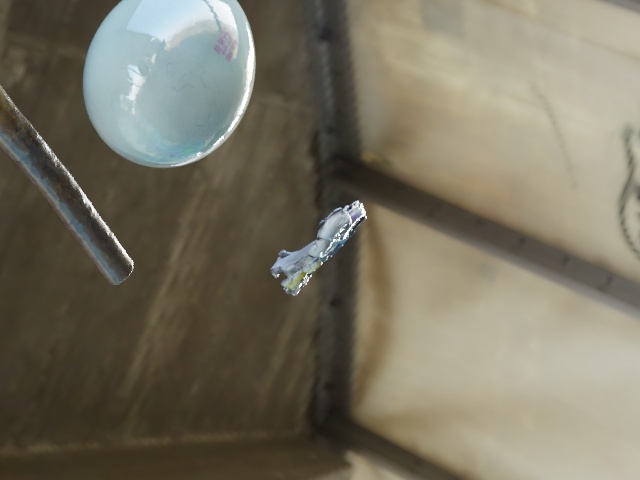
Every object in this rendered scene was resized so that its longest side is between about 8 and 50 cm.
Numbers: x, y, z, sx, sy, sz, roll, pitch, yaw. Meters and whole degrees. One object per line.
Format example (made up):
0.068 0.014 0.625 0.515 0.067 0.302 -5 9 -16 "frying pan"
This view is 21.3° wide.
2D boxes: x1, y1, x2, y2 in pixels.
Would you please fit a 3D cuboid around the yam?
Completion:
-0.291 -0.074 1.775 0.045 0.045 0.327 -50 -52 -21 "yam"

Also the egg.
-0.161 -0.191 1.864 0.264 0.183 0.183 -74 -15 -48 "egg"

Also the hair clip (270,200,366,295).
0.000 0.000 2.005 0.172 0.049 0.116 -45 3 41 "hair clip"
